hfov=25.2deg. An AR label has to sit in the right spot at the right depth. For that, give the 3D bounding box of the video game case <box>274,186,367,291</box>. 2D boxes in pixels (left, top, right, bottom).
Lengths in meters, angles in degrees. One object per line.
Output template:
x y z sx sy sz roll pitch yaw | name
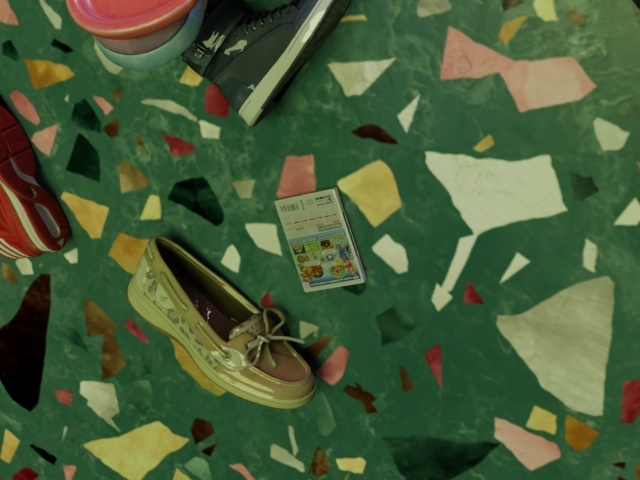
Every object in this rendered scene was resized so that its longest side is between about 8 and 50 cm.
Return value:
0.000 0.000 1.735 0.087 0.011 0.122 -11 104 31 | video game case

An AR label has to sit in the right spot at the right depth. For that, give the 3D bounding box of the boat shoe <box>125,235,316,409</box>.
-0.121 0.105 1.788 0.285 0.104 0.089 33 125 14 | boat shoe

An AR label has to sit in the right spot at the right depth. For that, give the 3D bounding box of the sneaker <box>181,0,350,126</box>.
-0.077 -0.256 1.625 0.163 0.086 0.226 44 125 3 | sneaker

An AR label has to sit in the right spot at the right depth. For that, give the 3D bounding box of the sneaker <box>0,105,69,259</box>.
-0.438 -0.069 1.900 0.128 0.087 0.221 -19 99 32 | sneaker

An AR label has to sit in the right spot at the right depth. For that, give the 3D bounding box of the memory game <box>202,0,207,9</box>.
-0.167 -0.318 1.634 0.186 0.012 0.186 -13 69 37 | memory game

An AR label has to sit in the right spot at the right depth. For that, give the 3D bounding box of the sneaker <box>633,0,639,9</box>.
0.350 -0.224 1.397 0.101 0.106 0.267 -32 95 33 | sneaker

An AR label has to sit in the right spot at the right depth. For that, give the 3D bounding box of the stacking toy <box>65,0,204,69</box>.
-0.164 -0.350 1.592 0.280 0.130 0.308 -24 65 8 | stacking toy
